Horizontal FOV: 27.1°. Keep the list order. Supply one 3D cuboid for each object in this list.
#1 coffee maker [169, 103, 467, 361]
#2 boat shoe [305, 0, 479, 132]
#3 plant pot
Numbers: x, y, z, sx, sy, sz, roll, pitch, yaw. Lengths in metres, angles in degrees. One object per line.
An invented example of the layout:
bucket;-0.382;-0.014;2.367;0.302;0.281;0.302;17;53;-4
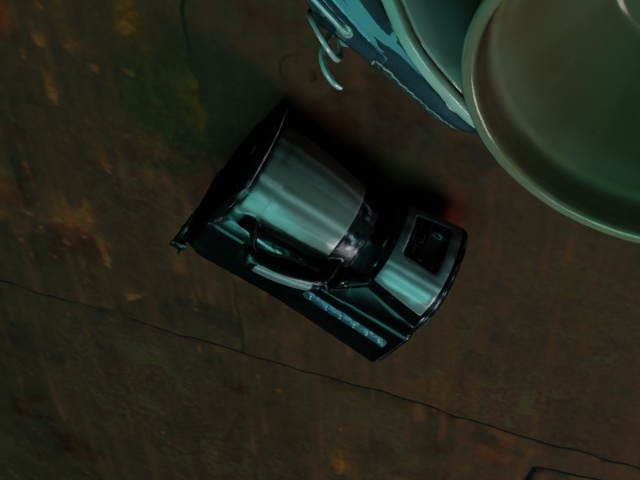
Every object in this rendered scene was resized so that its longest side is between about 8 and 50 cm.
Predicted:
coffee maker;0.000;0.000;1.010;0.178;0.120;0.171;33;167;-12
boat shoe;0.021;-0.157;0.791;0.079;0.095;0.254;-21;124;43
plant pot;0.206;-0.108;0.739;0.237;0.110;0.237;15;143;12
